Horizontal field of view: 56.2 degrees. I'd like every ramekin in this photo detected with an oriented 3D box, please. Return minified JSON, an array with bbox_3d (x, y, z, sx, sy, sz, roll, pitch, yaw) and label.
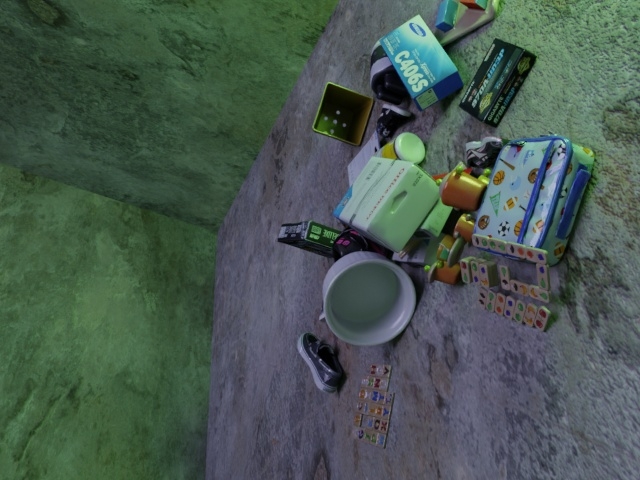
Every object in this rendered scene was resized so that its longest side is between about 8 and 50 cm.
[{"bbox_3d":[0.135,0.166,1.803,0.135,0.277,0.277,-118,50,-70],"label":"ramekin"}]

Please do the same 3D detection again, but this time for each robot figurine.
[{"bbox_3d":[0.274,-0.638,2.238,0.209,0.173,0.278,-14,53,25],"label":"robot figurine"}]

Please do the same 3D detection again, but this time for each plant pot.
[{"bbox_3d":[0.080,-0.527,2.583,0.187,0.212,0.212,-179,107,-80],"label":"plant pot"}]

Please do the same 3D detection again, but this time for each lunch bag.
[{"bbox_3d":[0.489,-0.099,1.378,0.243,0.114,0.304,17,90,66],"label":"lunch bag"}]

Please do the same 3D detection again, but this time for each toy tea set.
[{"bbox_3d":[0.339,-0.040,1.562,0.124,0.200,0.336,25,101,26],"label":"toy tea set"}]

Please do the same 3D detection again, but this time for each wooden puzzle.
[{"bbox_3d":[0.485,-0.837,2.009,0.347,0.080,0.322,-15,60,65],"label":"wooden puzzle"}]

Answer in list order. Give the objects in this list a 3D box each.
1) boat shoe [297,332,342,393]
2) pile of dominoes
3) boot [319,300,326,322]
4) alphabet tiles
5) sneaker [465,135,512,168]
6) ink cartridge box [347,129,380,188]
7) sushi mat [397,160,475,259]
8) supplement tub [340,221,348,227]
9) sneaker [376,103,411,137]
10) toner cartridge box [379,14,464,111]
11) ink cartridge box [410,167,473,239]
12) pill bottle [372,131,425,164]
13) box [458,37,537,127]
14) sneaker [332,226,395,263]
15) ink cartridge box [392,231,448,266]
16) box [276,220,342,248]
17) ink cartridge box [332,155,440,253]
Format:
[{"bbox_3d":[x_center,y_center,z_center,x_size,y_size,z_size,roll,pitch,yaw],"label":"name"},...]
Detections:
[{"bbox_3d":[0.003,0.408,2.135,0.102,0.108,0.301,-64,26,19],"label":"boat shoe"},{"bbox_3d":[0.412,0.097,1.350,0.251,0.040,0.196,21,125,63],"label":"pile of dominoes"},{"bbox_3d":[0.046,0.242,2.207,0.190,0.069,0.086,-35,44,59],"label":"boot"},{"bbox_3d":[0.163,0.493,1.816,0.198,0.009,0.237,-19,56,64],"label":"alphabet tiles"},{"bbox_3d":[0.459,-0.235,1.635,0.178,0.071,0.077,-179,95,-75],"label":"sneaker"},{"bbox_3d":[0.186,-0.281,2.323,0.224,0.045,0.223,-50,31,41],"label":"ink cartridge box"},{"bbox_3d":[0.328,-0.092,1.761,0.316,0.019,0.151,-48,20,20],"label":"sushi mat"},{"bbox_3d":[0.146,-0.071,2.158,0.117,0.116,0.190,-67,22,11],"label":"supplement tub"},{"bbox_3d":[0.268,-0.435,2.225,0.217,0.079,0.121,-119,48,-72],"label":"sneaker"},{"bbox_3d":[0.332,-0.599,2.008,0.165,0.075,0.348,-30,50,12],"label":"toner cartridge box"},{"bbox_3d":[0.296,-0.113,1.753,0.239,0.060,0.275,-61,20,-13],"label":"ink cartridge box"},{"bbox_3d":[0.254,-0.279,2.064,0.215,0.117,0.117,-31,45,59],"label":"pill bottle"},{"bbox_3d":[0.499,-0.451,1.708,0.220,0.051,0.175,-63,23,21],"label":"box"},{"bbox_3d":[0.149,0.005,1.942,0.185,0.202,0.483,-4,72,61],"label":"sneaker"},{"bbox_3d":[0.297,0.023,1.800,0.180,0.060,0.104,0,71,67],"label":"ink cartridge box"},{"bbox_3d":[0.000,0.000,2.282,0.307,0.242,0.077,-2,71,66],"label":"box"},{"bbox_3d":[0.185,-0.110,1.722,0.223,0.129,0.307,-54,19,-1],"label":"ink cartridge box"}]
